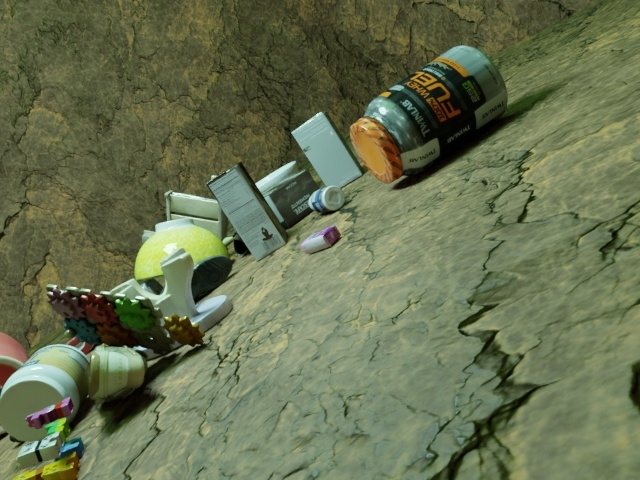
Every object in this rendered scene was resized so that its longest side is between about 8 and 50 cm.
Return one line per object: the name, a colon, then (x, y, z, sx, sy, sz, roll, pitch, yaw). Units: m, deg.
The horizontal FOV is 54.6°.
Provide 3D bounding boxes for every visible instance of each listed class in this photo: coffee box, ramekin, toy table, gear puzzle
coffee box: (-0.195, -0.082, 1.684, 0.098, 0.246, 0.141, -32, 10, 4)
ramekin: (-0.175, -0.171, 2.333, 0.277, 0.135, 0.277, -31, 11, 7)
coffee box: (-0.137, -0.110, 1.991, 0.168, 0.119, 0.297, -37, 11, -27)
toy table: (-0.337, 0.137, 1.343, 0.274, 0.161, 0.252, -27, 12, 21)
gear puzzle: (-0.377, 0.174, 1.211, 0.339, 0.175, 0.044, 5, 43, 18)

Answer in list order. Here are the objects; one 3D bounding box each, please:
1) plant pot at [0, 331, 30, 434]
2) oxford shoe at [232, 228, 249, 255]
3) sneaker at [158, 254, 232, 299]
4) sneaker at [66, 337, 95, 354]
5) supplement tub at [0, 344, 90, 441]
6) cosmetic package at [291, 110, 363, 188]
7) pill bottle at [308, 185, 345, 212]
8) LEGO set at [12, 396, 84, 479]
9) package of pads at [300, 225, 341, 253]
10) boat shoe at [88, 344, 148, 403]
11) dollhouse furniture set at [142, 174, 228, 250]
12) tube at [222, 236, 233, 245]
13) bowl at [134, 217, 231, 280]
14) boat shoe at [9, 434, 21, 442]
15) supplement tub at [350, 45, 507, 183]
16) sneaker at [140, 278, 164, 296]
plant pot: (-0.844, 0.368, 1.559, 0.275, 0.275, 0.243, -39, 22, -31)
oxford shoe: (-0.213, -0.043, 1.816, 0.096, 0.083, 0.227, -54, -21, -47)
sneaker: (-0.347, 0.114, 1.672, 0.227, 0.087, 0.130, -41, 19, -17)
sneaker: (-0.707, 0.280, 1.968, 0.221, 0.087, 0.128, -34, 12, -12)
supplement tub: (-0.546, 0.302, 1.240, 0.144, 0.144, 0.200, -33, 10, -3)
cosmetic package: (0.026, -0.284, 1.996, 0.127, 0.238, 0.107, -33, 8, 14)
pill bottle: (0.013, -0.110, 1.699, 0.067, 0.067, 0.120, -37, 11, -22)
LEGO set: (-0.417, 0.322, 0.928, 0.093, 0.087, 0.227, -20, 7, -16)
package of pads: (0.000, 0.000, 1.337, 0.083, 0.032, 0.050, -20, 19, 49)
boat shoe: (-0.372, 0.246, 1.154, 0.098, 0.109, 0.302, 0, -12, -17)
dollhouse furniture set: (-0.439, -0.083, 2.071, 0.303, 0.355, 0.174, 10, 25, 11)
tube: (-0.413, 0.040, 2.299, 0.240, 0.070, 0.062, -43, -26, -56)
bowl: (-0.429, 0.019, 1.884, 0.290, 0.156, 0.289, -11, -2, 0)
boat shoe: (-0.624, 0.389, 1.350, 0.038, 0.046, 0.125, -21, 23, 30)
supplement tub: (0.250, -0.291, 1.457, 0.338, 0.207, 0.207, -36, 11, -12)
sneaker: (-0.559, 0.225, 1.736, 0.182, 0.127, 0.315, -34, 3, 12)
